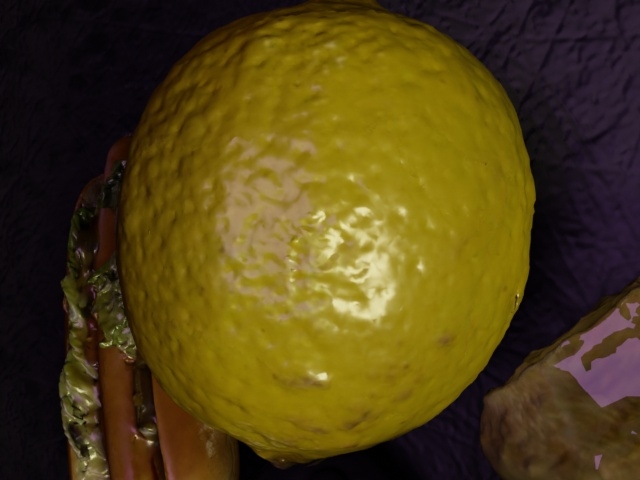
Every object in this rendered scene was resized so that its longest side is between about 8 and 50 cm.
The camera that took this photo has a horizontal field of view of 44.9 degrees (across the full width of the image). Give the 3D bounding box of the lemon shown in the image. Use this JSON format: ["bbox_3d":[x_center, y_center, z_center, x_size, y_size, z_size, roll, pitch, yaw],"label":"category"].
[{"bbox_3d":[0.000,0.000,0.480,0.254,0.253,0.310,13,97,27],"label":"lemon"}]

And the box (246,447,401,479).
[{"bbox_3d":[-0.007,0.314,0.526,0.290,0.073,0.289,-39,71,-9],"label":"box"}]

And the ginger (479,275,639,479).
[{"bbox_3d":[0.230,0.101,0.431,0.221,0.130,0.275,40,114,12],"label":"ginger"}]

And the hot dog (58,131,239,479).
[{"bbox_3d":[-0.145,0.062,0.598,0.135,0.100,0.337,-25,60,28],"label":"hot dog"}]
